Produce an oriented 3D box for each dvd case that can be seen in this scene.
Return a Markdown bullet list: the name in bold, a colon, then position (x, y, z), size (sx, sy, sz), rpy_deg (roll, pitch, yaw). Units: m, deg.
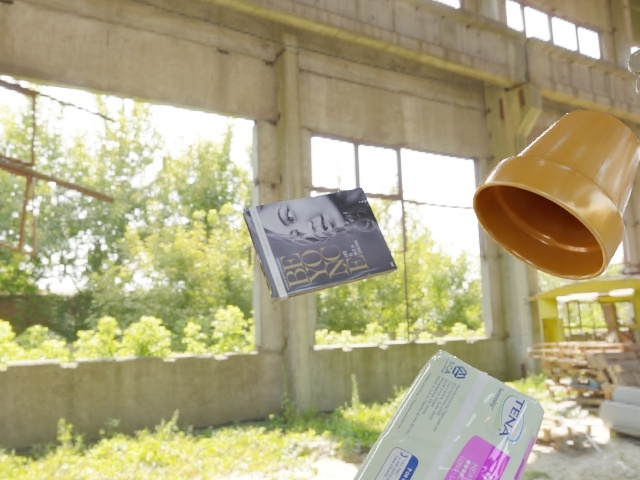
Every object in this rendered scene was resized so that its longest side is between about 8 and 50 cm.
- **dvd case**: position (0.000, 0.000, 1.007), size (0.221, 0.165, 0.018), rpy_deg (-12, -24, -21)

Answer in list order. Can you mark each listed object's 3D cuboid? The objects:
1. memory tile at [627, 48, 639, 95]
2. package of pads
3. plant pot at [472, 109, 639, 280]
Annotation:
- **memory tile**: position (0.477, -0.217, 0.773), size (0.147, 0.113, 0.012), rpy_deg (-18, -25, 25)
- **package of pads**: position (0.076, 0.256, 0.498), size (0.101, 0.229, 0.297), rpy_deg (25, -26, 24)
- **plant pot**: position (0.357, -0.079, 0.886), size (0.205, 0.188, 0.205), rpy_deg (36, -16, 12)
